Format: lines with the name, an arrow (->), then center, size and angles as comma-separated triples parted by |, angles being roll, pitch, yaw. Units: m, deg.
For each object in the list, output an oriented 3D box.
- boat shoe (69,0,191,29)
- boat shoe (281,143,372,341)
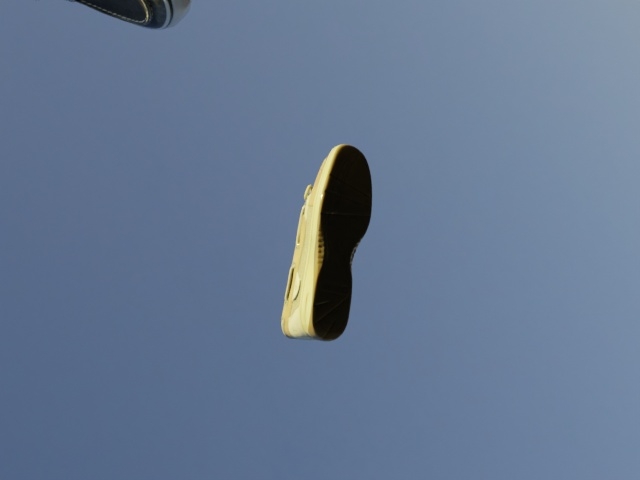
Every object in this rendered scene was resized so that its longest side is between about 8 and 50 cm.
boat shoe -> -0.307, -0.323, 1.508 | 0.335, 0.121, 0.119 | 31, -128, 8
boat shoe -> 0.001, 0.001, 1.021 | 0.056, 0.048, 0.153 | 15, -102, -43
